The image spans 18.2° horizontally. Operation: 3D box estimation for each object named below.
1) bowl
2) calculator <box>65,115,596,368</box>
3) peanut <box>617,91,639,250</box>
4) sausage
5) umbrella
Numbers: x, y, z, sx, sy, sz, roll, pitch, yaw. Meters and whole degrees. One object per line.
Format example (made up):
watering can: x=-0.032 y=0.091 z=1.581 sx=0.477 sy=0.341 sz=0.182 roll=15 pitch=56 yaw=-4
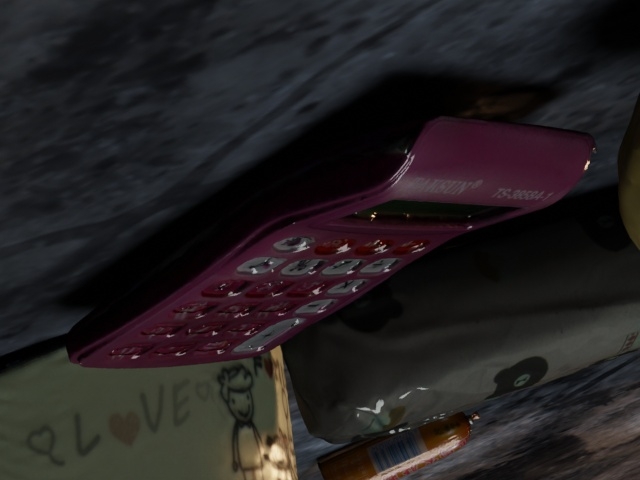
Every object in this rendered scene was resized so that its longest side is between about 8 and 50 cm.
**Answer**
bowl: x=-0.109 y=0.136 z=0.890 sx=0.238 sy=0.126 sz=0.238 roll=-20 pitch=165 yaw=-5
calculator: x=0.000 y=0.000 z=0.755 sx=0.190 sy=0.034 sz=0.126 roll=-30 pitch=163 yaw=32
peanut: x=0.255 y=-0.065 z=0.698 sx=0.319 sy=0.147 sz=0.147 roll=-26 pitch=164 yaw=2
sausage: x=0.052 y=0.134 z=1.262 sx=0.107 sy=0.031 sz=0.031 roll=-24 pitch=164 yaw=6
umbrella: x=0.138 y=0.018 z=0.929 sx=0.337 sy=0.073 sz=0.067 roll=-16 pitch=-178 yaw=-25
